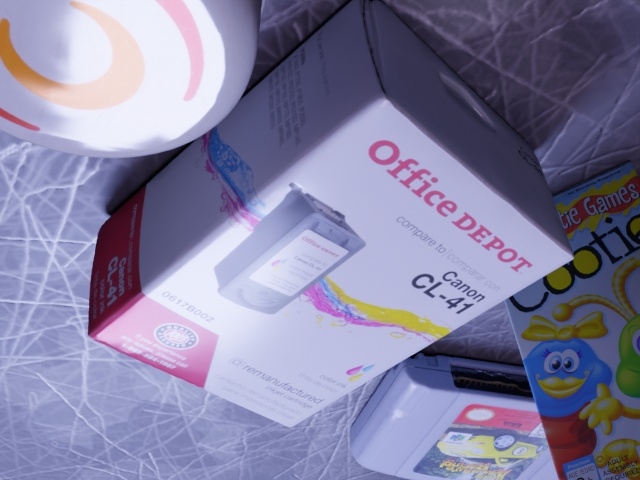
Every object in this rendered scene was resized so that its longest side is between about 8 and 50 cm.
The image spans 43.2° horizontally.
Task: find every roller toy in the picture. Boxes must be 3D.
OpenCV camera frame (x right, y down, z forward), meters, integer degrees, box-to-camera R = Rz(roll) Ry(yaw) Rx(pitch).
[{"bbox_3d":[-0.123,-0.154,0.452,0.191,0.146,0.209,-7,143,14],"label":"roller toy"}]

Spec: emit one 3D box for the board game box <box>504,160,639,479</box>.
[{"bbox_3d":[0.251,0.095,0.657,0.142,0.275,0.144,-26,132,19],"label":"board game box"}]

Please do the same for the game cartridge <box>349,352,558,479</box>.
[{"bbox_3d":[0.194,0.220,0.943,0.294,0.060,0.196,10,138,-16],"label":"game cartridge"}]

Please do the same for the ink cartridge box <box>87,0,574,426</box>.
[{"bbox_3d":[0.000,0.000,0.637,0.306,0.131,0.226,-36,129,29],"label":"ink cartridge box"}]
